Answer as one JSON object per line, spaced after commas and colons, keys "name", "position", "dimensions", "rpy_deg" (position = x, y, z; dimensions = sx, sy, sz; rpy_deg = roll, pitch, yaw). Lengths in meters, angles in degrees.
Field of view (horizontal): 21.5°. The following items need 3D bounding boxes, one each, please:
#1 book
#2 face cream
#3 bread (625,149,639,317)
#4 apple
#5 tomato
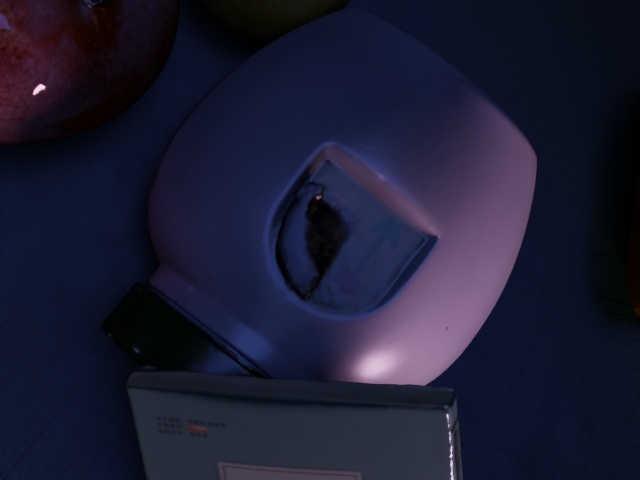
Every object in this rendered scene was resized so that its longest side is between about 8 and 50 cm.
{"name": "book", "position": [-0.007, 0.263, 1.386], "dimensions": [0.264, 0.031, 0.379], "rpy_deg": [3, 126, 13]}
{"name": "face cream", "position": [0.000, 0.000, 1.457], "dimensions": [0.312, 0.219, 0.357], "rpy_deg": [38, 85, -10]}
{"name": "bread", "position": [0.348, -0.034, 1.559], "dimensions": [0.107, 0.136, 0.241], "rpy_deg": [7, 88, -9]}
{"name": "apple", "position": [-0.039, -0.267, 1.500], "dimensions": [0.182, 0.155, 0.182], "rpy_deg": [0, 77, 0]}
{"name": "tomato", "position": [-0.259, -0.209, 1.420], "dimensions": [0.270, 0.227, 0.270], "rpy_deg": [12, 70, -34]}
